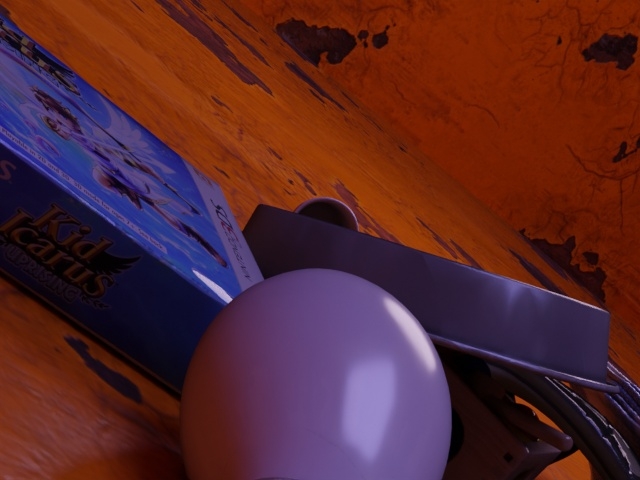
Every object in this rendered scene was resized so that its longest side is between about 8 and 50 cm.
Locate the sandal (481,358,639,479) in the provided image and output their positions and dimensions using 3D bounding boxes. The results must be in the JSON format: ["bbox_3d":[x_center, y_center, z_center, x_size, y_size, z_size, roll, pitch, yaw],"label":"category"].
[{"bbox_3d":[0.136,0.130,1.281,0.303,0.086,0.120,31,1,30],"label":"sandal"}]

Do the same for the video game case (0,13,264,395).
[{"bbox_3d":[-0.148,-0.041,0.877,0.269,0.061,0.244,38,9,-27],"label":"video game case"}]

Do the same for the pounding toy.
[{"bbox_3d":[0.107,0.127,1.078,0.130,0.100,0.141,46,9,19],"label":"pounding toy"}]

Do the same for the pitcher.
[{"bbox_3d":[0.009,0.118,0.706,0.207,0.125,0.178,-89,153,-64],"label":"pitcher"}]

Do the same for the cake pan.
[{"bbox_3d":[0.070,0.037,1.081,0.293,0.054,0.293,17,0,0],"label":"cake pan"}]

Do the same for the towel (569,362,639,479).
[{"bbox_3d":[0.288,0.228,1.305,0.285,0.034,0.209,-129,-161,-61],"label":"towel"}]

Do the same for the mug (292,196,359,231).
[{"bbox_3d":[-0.003,-0.003,1.380,0.062,0.078,0.064,9,6,-9],"label":"mug"}]
